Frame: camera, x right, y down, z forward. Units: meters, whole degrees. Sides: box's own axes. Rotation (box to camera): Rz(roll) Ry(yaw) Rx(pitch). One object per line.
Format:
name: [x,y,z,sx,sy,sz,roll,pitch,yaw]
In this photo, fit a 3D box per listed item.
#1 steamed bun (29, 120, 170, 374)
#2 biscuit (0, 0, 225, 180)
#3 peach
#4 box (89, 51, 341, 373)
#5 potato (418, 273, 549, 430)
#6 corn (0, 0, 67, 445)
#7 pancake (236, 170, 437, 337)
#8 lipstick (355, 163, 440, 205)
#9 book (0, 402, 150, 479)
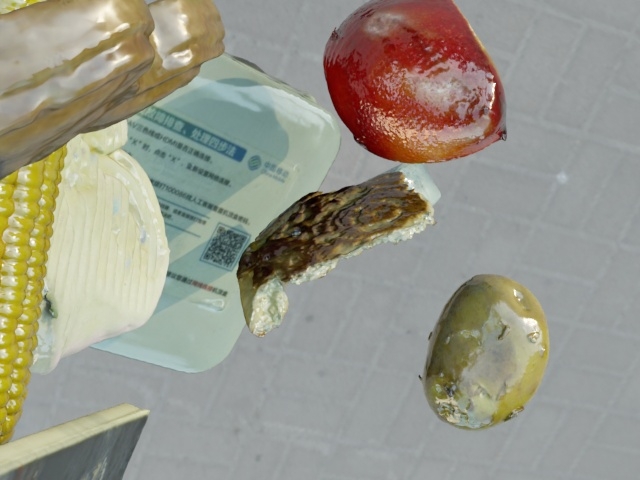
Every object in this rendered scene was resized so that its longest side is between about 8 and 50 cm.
steamed bun: [-0.282,-0.019,0.918,0.207,0.280,0.268,-11,96,20]
biscuit: [-0.155,-0.021,0.360,0.290,0.208,0.041,-26,98,-25]
peach: [0.085,-0.166,1.070,0.154,0.267,0.158,-24,117,3]
box: [-0.205,-0.056,1.267,0.396,0.111,0.396,23,100,-40]
potato: [0.185,0.127,1.172,0.137,0.137,0.176,27,97,-26]
corn: [-0.231,-0.025,0.674,0.131,0.131,0.344,10,92,-19]
pancake: [0.000,0.000,1.163,0.257,0.212,0.056,-26,114,-14]
lipstick: [0.038,-0.032,1.476,0.290,0.077,0.076,-26,94,43]
book: [-0.222,0.234,0.555,0.028,0.374,0.262,24,97,14]
